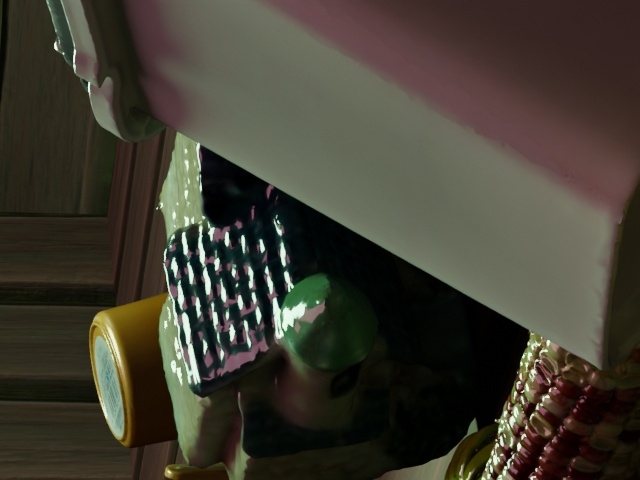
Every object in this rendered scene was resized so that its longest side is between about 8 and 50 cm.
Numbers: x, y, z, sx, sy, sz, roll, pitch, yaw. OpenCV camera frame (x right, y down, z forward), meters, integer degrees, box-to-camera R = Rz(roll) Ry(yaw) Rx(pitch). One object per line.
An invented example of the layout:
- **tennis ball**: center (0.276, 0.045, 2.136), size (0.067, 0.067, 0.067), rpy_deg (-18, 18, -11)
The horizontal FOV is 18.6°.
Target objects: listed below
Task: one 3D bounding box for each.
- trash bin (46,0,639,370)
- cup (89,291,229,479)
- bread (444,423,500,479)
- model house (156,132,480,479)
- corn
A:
- **trash bin**: center (0.050, -0.135, 0.947), size (0.368, 0.256, 0.296), rpy_deg (35, 156, 23)
- **cup**: center (-0.074, 0.126, 1.860), size (0.182, 0.264, 0.226), rpy_deg (-148, 48, -66)
- **bread**: center (0.123, 0.196, 1.365), size (0.139, 0.071, 0.130), rpy_deg (-107, 26, -53)
- **model house**: center (-0.003, 0.000, 1.453), size (0.284, 0.243, 0.298), rpy_deg (97, 162, -59)
- **corn**: center (0.152, 0.125, 1.191), size (0.098, 0.098, 0.289), rpy_deg (-108, 26, -56)
